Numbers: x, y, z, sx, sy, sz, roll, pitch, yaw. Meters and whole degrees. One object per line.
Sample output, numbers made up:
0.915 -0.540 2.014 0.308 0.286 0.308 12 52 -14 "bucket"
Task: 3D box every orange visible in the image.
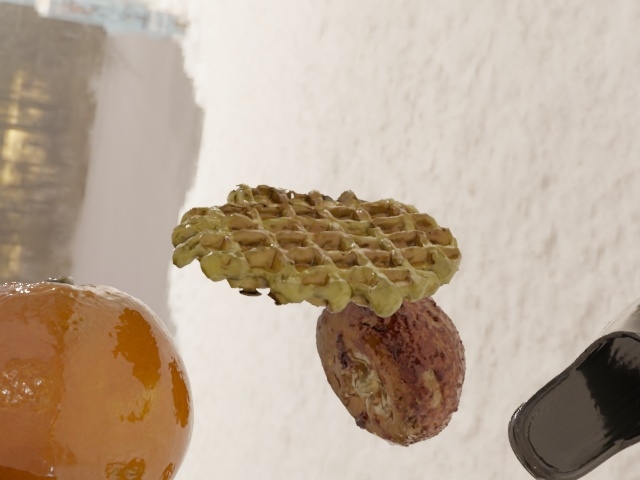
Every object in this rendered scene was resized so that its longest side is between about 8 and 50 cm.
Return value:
-0.292 0.186 1.424 0.312 0.312 0.312 -173 90 -75 "orange"

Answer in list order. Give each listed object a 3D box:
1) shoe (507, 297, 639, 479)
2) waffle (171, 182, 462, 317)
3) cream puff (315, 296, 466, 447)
0.282 0.132 1.169 0.108 0.241 0.093 54 158 5 "shoe"
0.000 0.003 1.405 0.307 0.312 0.060 -47 -32 -65 "waffle"
0.098 0.155 1.699 0.240 0.164 0.240 35 146 28 "cream puff"
